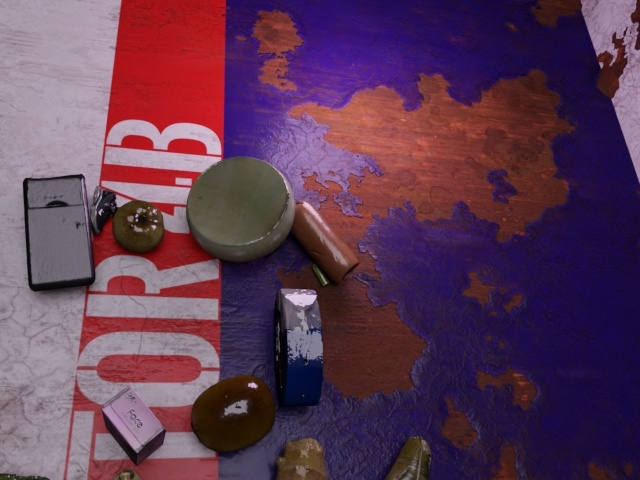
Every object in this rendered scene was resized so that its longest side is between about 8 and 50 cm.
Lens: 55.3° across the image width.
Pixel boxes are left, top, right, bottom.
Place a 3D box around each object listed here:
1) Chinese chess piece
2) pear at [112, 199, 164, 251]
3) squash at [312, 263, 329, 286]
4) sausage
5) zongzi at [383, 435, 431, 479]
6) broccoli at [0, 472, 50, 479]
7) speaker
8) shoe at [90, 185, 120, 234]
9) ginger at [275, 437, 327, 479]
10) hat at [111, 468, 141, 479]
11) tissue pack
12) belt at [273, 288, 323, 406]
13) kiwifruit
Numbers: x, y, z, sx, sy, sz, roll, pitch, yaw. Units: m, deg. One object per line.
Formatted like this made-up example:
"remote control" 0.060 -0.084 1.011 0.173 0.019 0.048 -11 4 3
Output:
"Chinese chess piece" -0.255 -0.098 1.966 0.349 0.146 0.349 -1 66 2
"pear" -0.564 -0.047 1.899 0.167 0.136 0.167 9 62 -18
"squash" -0.002 0.113 2.045 0.027 0.027 0.083 -25 74 -26
"sausage" -0.001 -0.001 2.050 0.121 0.121 0.304 -34 78 -28
"zongzi" 0.307 0.701 1.799 0.204 0.094 0.205 39 60 1
"broccoli" -0.704 0.691 1.395 0.413 0.310 0.321 -11 69 -59
"speaker" -0.782 -0.033 1.843 0.180 0.184 0.388 -6 76 -17
"shoe" -0.674 -0.095 1.934 0.099 0.071 0.169 5 59 -17
"ginger" -0.076 0.716 1.664 0.190 0.126 0.354 35 62 -9
"hat" -0.509 0.651 1.605 0.077 0.059 0.076 -30 59 -32
"tissue pack" -0.485 0.485 1.586 0.092 0.246 0.148 -38 79 -29
"belt" -0.072 0.315 1.816 0.117 0.212 0.347 2 67 -13
"kiwifruit" -0.244 0.480 1.695 0.234 0.196 0.196 -13 68 -15
